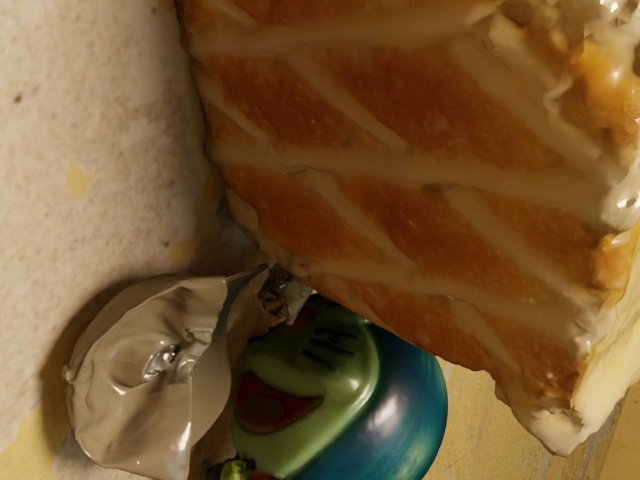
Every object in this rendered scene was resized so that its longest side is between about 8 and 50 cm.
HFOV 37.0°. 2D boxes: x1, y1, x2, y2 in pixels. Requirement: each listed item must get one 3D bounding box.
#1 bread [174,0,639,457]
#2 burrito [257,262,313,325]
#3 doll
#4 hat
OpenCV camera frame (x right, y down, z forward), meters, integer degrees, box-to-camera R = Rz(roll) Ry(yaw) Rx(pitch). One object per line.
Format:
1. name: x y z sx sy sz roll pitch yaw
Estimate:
1. bread: 0.103 -0.121 0.664 0.279 0.390 0.371 -34 138 -32
2. burrito: 0.000 0.000 0.863 0.041 0.045 0.185 51 50 -19
3. doll: -0.009 0.181 0.852 0.186 0.199 0.322 44 77 -28
4. hat: -0.122 0.078 0.751 0.173 0.144 0.166 -120 -136 -72
